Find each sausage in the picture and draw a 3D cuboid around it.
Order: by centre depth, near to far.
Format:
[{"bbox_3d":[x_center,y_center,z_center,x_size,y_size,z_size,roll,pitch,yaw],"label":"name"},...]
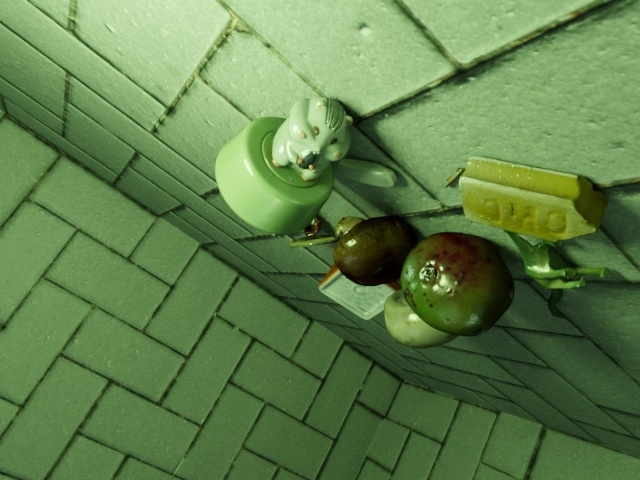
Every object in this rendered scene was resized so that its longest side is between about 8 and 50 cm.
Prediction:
[{"bbox_3d":[0.295,-0.139,1.079,0.015,0.015,0.100,30,162,0],"label":"sausage"}]

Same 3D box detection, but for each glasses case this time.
[{"bbox_3d":[0.116,-0.171,1.227,0.164,0.041,0.063,17,160,33],"label":"glasses case"}]

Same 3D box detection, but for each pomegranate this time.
[{"bbox_3d":[0.363,0.124,1.293,0.291,0.290,0.323,20,168,29],"label":"pomegranate"}]

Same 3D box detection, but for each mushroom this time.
[{"bbox_3d":[0.156,0.012,1.449,0.254,0.267,0.267,63,164,8],"label":"mushroom"},{"bbox_3d":[0.343,0.201,1.622,0.298,0.298,0.289,3,112,54],"label":"mushroom"}]

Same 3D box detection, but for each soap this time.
[{"bbox_3d":[0.415,-0.075,0.960,0.258,0.080,0.160,19,160,32],"label":"soap"}]

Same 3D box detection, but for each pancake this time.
[{"bbox_3d":[0.000,0.000,1.701,0.212,0.029,0.235,-7,-176,5],"label":"pancake"}]

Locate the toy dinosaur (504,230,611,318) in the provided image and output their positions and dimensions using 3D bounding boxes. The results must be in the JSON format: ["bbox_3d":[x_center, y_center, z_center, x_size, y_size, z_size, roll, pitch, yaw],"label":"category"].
[{"bbox_3d":[0.534,0.074,1.204,0.447,0.087,0.301,34,169,-8],"label":"toy dinosaur"}]

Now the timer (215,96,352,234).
[{"bbox_3d":[-0.051,-0.204,1.127,0.291,0.290,0.315,35,138,-16],"label":"timer"}]

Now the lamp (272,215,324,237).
[{"bbox_3d":[-0.107,-0.096,1.649,0.215,0.151,0.223,27,-158,15],"label":"lamp"}]

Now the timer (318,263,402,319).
[{"bbox_3d":[0.167,0.167,1.895,0.258,0.161,0.250,34,153,-11],"label":"timer"}]
